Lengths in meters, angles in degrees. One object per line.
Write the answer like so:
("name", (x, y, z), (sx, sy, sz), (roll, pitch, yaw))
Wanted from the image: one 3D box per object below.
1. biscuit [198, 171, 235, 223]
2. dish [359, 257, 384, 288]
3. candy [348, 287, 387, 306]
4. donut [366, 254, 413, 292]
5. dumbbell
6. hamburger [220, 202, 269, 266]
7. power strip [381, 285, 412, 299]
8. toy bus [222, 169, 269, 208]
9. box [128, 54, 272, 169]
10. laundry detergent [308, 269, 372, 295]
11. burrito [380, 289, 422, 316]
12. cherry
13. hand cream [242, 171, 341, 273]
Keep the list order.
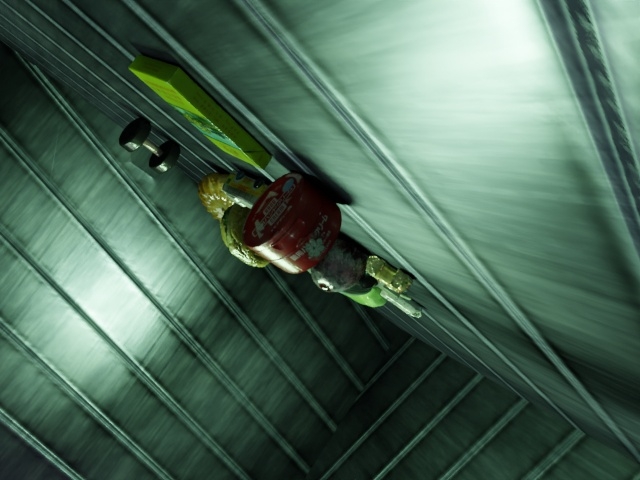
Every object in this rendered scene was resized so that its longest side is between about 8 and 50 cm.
("biscuit", (-0.375, -0.147, 2.226), (0.326, 0.107, 0.325), (21, 151, 13))
("dish", (0.165, 0.133, 1.872), (0.141, 0.078, 0.141), (25, 150, 16))
("candy", (0.157, 0.190, 2.413), (0.344, 0.132, 0.142), (25, 126, 48))
("donut", (0.225, 0.116, 1.701), (0.166, 0.065, 0.108), (30, 173, 35))
("dumbbell", (-0.727, -0.403, 2.267), (0.218, 0.152, 0.152), (40, 172, -40))
("hamburger", (-0.242, -0.047, 2.005), (0.265, 0.284, 0.134), (37, 156, -34))
("power strip", (0.224, 0.145, 1.995), (0.288, 0.053, 0.093), (35, 173, -2))
("toy bus", (-0.230, -0.159, 1.777), (0.268, 0.106, 0.092), (27, 169, 48))
("box", (-0.271, -0.293, 1.239), (0.187, 0.047, 0.335), (28, 172, 41))
("laundry detergent", (0.024, 0.108, 2.284), (0.264, 0.124, 0.398), (20, -176, -39))
("burrito", (0.334, 0.251, 2.200), (0.203, 0.064, 0.064), (33, 174, 13))
("cherry", (0.056, 0.085, 1.793), (0.195, 0.195, 0.195), (34, 174, 4))
("hand cream", (-0.070, -0.041, 1.312), (0.149, 0.230, 0.230), (38, 173, -34))
